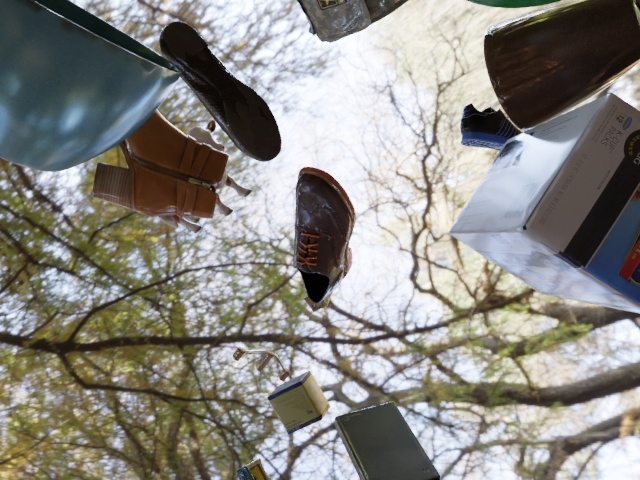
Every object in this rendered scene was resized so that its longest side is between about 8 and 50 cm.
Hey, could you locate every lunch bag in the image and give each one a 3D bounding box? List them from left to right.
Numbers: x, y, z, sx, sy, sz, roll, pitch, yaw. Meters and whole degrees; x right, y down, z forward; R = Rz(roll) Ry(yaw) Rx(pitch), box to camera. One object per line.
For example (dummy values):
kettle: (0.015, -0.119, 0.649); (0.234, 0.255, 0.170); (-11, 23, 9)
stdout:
lunch bag: (0.066, -0.605, 1.221); (0.235, 0.287, 0.169); (54, -177, -46)

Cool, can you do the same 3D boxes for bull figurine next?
bull figurine: (-0.271, -0.126, 1.173); (0.188, 0.310, 0.101); (49, -137, -24)

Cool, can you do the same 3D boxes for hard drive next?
hard drive: (0.085, 0.280, 0.738); (0.094, 0.135, 0.022); (-9, -60, -17)

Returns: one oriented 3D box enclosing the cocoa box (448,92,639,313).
cocoa box: (0.408, -0.046, 0.899); (0.228, 0.347, 0.231); (33, -92, -3)

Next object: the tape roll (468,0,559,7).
tape roll: (0.291, -0.468, 0.778); (0.321, 0.321, 0.077); (24, -109, -38)

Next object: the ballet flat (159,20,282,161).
ballet flat: (-0.155, -0.222, 0.848); (0.250, 0.058, 0.084); (47, -116, -16)

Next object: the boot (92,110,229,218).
boot: (-0.272, -0.180, 0.988); (0.220, 0.109, 0.283); (11, -87, -13)

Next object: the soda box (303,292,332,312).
soda box: (0.004, 0.160, 1.840); (0.061, 0.058, 0.181); (54, -155, -14)

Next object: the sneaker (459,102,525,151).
sneaker: (0.419, -0.255, 1.266); (0.232, 0.081, 0.090); (4, -95, -30)

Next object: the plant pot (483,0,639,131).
plant pot: (0.448, -0.334, 0.976); (0.215, 0.230, 0.215); (16, -114, -42)

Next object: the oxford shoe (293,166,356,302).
oxford shoe: (0.000, 0.000, 0.903); (0.098, 0.097, 0.271); (-59, -29, -35)

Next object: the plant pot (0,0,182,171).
plant pot: (-0.354, -0.204, 0.704); (0.290, 0.195, 0.290); (29, -168, -7)

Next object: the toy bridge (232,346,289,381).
toy bridge: (-0.160, 0.341, 1.560); (0.188, 0.063, 0.026); (33, -170, -30)

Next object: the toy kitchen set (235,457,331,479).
toy kitchen set: (-0.097, 0.602, 1.334); (0.166, 0.207, 0.122); (61, -157, 8)

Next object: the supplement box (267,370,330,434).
supplement box: (-0.041, 0.312, 1.060); (0.083, 0.083, 0.056); (59, -158, 1)
